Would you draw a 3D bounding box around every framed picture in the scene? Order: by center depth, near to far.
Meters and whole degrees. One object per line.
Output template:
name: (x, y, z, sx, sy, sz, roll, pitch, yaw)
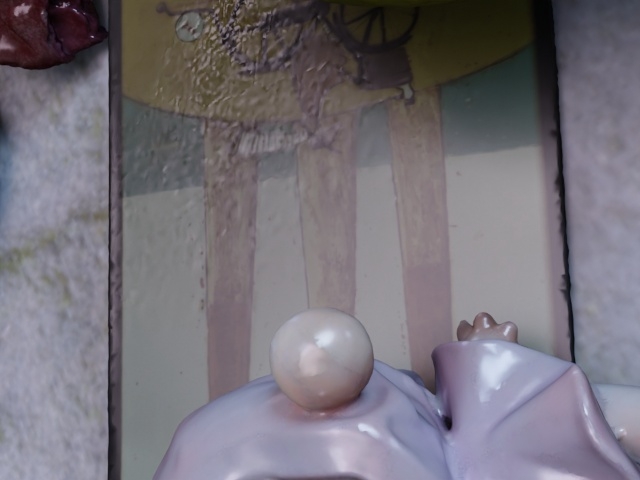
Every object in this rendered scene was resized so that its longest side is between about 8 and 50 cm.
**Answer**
framed picture: (0.000, 0.000, 0.503, 0.244, 0.013, 0.324, -5, 79, 20)

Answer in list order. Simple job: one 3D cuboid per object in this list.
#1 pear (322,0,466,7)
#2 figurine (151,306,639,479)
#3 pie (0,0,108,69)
pear: (0.050, -0.246, 0.383, 0.304, 0.304, 0.304, -5, 80, 28)
figurine: (0.048, 0.104, 0.394, 0.276, 0.133, 0.200, -17, 106, 13)
pie: (-0.166, -0.209, 0.566, 0.218, 0.204, 0.054, -27, 26, 15)
